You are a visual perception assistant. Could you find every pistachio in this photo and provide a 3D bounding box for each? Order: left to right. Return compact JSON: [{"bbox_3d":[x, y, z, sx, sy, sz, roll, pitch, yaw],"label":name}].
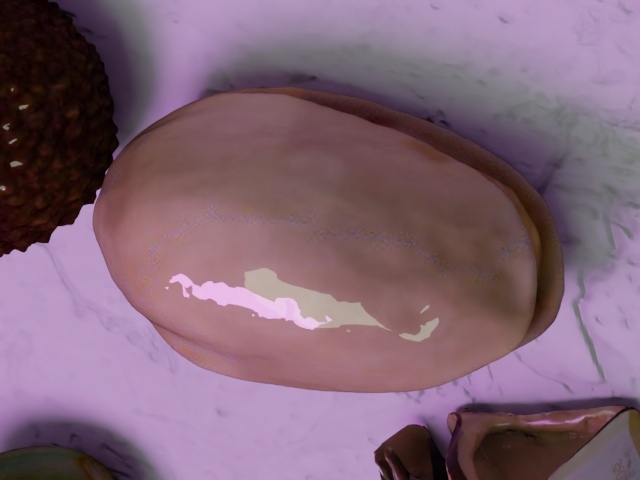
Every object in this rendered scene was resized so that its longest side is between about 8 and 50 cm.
[{"bbox_3d":[0.000,0.000,1.191,0.299,0.187,0.188,8,127,18],"label":"pistachio"}]

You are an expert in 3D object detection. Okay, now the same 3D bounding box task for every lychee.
[{"bbox_3d":[-0.227,-0.077,1.263,0.188,0.188,0.188,16,130,20],"label":"lychee"}]

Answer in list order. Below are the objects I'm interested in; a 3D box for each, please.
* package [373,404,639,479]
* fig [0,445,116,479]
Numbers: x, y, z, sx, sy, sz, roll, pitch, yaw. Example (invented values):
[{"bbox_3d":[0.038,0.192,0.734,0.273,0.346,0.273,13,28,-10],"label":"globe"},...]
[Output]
[{"bbox_3d":[0.139,0.279,1.323,0.165,0.221,0.311,8,129,52],"label":"package"},{"bbox_3d":[-0.231,0.248,1.515,0.181,0.181,0.191,44,109,-6],"label":"fig"}]
